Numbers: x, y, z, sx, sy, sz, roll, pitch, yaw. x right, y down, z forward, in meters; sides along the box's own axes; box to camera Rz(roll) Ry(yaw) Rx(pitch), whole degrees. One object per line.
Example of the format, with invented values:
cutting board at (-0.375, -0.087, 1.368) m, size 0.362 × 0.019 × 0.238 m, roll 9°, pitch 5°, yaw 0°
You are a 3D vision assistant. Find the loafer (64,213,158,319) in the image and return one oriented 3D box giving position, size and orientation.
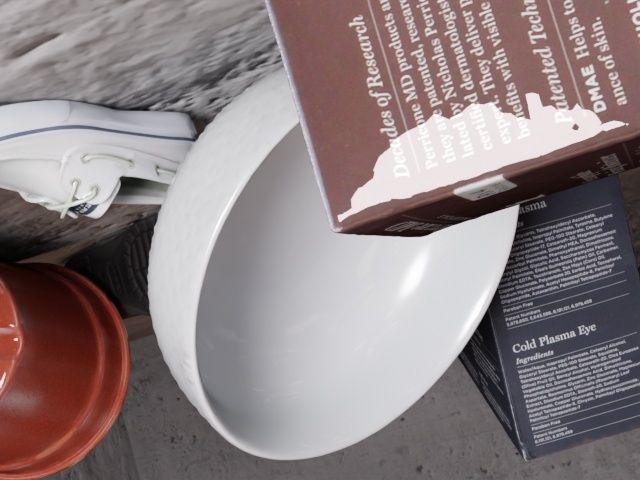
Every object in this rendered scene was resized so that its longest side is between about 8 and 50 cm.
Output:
loafer at (-0.197, 0.031, 1.219) m, size 0.366 × 0.134 × 0.130 m, roll -9°, pitch -175°, yaw 44°

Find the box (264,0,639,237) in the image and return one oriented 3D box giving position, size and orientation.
box at (0.100, -0.109, 0.480) m, size 0.203 × 0.167 × 0.168 m, roll -19°, pitch 174°, yaw 19°

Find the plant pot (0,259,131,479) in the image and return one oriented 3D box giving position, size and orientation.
plant pot at (-0.378, 0.130, 1.036) m, size 0.272 × 0.272 × 0.265 m, roll -17°, pitch 166°, yaw 1°

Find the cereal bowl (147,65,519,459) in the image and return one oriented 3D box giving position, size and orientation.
cereal bowl at (0.000, 0.000, 0.765) m, size 0.339 × 0.339 × 0.141 m, roll -12°, pitch -149°, yaw -39°

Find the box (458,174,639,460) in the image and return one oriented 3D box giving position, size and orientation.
box at (0.257, 0.045, 1.175) m, size 0.179 × 0.312 × 0.343 m, roll -17°, pitch -166°, yaw -1°

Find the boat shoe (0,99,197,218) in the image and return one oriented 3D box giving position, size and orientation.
boat shoe at (-0.172, -0.054, 0.682) m, size 0.226 × 0.076 × 0.083 m, roll -10°, pitch 171°, yaw -45°

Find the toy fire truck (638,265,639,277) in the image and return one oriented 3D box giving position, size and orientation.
toy fire truck at (0.401, -0.090, 1.073) m, size 0.158 × 0.246 × 0.217 m, roll -19°, pitch 173°, yaw 20°
